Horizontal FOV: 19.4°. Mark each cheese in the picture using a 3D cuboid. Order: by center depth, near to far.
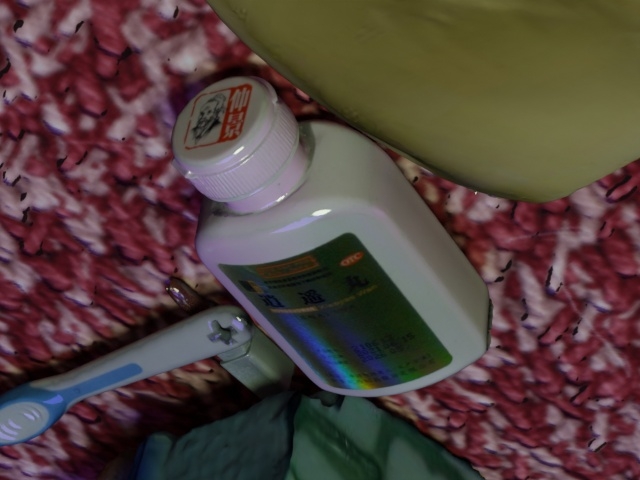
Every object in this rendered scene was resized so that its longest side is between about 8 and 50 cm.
[{"bbox_3d":[0.056,-0.137,0.793,0.316,0.128,0.259,33,138,-27],"label":"cheese"}]

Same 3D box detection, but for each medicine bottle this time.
[{"bbox_3d":[0.000,0.000,1.020,0.115,0.078,0.219,-13,139,27],"label":"medicine bottle"}]

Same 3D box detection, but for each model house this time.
[{"bbox_3d":[-0.064,0.266,1.254,0.329,0.252,0.295,-15,144,36],"label":"model house"}]

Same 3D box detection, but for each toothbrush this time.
[{"bbox_3d":[-0.187,0.111,1.210,0.386,0.040,0.040,-23,134,37],"label":"toothbrush"}]

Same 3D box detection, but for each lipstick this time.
[{"bbox_3d":[-0.059,0.057,1.150,0.025,0.025,0.107,-22,129,33],"label":"lipstick"}]
